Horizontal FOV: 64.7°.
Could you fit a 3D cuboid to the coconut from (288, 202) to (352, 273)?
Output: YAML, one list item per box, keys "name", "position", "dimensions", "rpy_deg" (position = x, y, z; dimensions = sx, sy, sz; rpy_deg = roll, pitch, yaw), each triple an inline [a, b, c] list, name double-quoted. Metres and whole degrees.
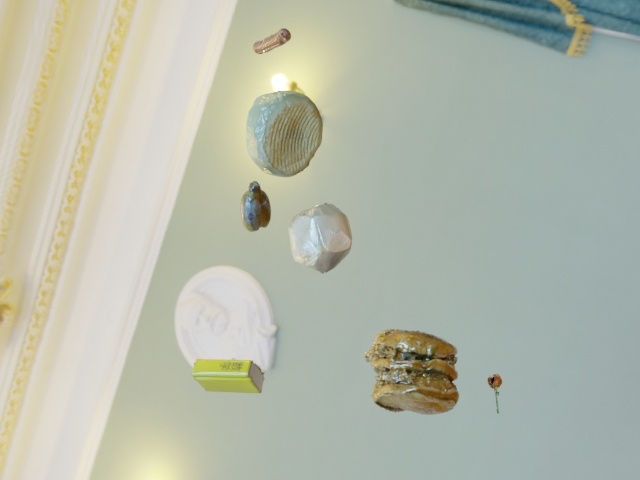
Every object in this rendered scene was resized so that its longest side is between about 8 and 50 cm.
- name: "coconut"
  position: [0.003, -0.001, 1.263]
  dimensions: [0.161, 0.161, 0.162]
  rpy_deg: [0, -109, -66]

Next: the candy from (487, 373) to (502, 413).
- name: "candy"
  position: [0.619, 0.539, 1.777]
  dimensions: [0.185, 0.049, 0.056]
  rpy_deg: [-63, -10, -61]

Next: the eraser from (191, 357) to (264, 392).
- name: "eraser"
  position: [-0.319, 0.471, 1.762]
  dimensions: [0.158, 0.225, 0.069]
  rpy_deg: [73, -161, -48]

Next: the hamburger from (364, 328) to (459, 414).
- name: "hamburger"
  position: [0.240, 0.348, 1.359]
  dimensions: [0.245, 0.260, 0.212]
  rpy_deg: [50, -137, -56]

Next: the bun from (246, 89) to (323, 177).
- name: "bun"
  position: [-0.090, -0.244, 1.152]
  dimensions: [0.195, 0.118, 0.196]
  rpy_deg: [-19, -60, -36]

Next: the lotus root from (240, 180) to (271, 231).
- name: "lotus root"
  position: [-0.233, -0.122, 1.813]
  dimensions: [0.113, 0.088, 0.192]
  rpy_deg: [-18, -57, -29]

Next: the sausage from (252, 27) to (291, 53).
- name: "sausage"
  position: [-0.117, -0.491, 1.247]
  dimensions: [0.042, 0.157, 0.036]
  rpy_deg: [-35, -68, -26]
